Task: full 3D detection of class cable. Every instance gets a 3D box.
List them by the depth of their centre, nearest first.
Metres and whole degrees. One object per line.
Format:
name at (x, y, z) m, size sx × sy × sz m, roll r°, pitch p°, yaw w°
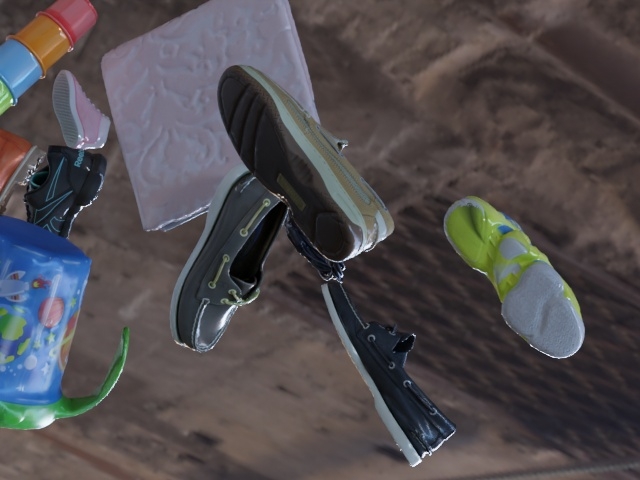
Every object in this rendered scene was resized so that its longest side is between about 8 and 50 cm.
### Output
cable at (0.000, 0.000, 2.495) m, size 0.047 × 0.184 × 0.150 m, roll -29°, pitch 173°, yaw -31°

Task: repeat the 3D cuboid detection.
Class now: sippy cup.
sippy cup at (-0.412, 0.092, 1.640) m, size 0.240 × 0.305 × 0.224 m, roll 29°, pitch -81°, yaw 42°

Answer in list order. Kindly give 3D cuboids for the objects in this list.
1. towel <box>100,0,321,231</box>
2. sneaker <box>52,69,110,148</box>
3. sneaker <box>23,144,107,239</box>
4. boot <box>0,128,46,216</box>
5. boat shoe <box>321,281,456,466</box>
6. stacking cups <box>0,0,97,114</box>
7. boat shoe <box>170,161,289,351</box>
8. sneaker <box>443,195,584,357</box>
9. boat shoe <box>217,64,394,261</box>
towel at (-0.166, -0.210, 1.951) m, size 0.331 × 0.053 × 0.317 m, roll -22°, pitch -106°, yaw 19°
sneaker at (-0.366, -0.198, 1.954) m, size 0.051 × 0.070 × 0.134 m, roll -36°, pitch -118°, yaw 39°
sneaker at (-0.457, -0.063, 2.145) m, size 0.267 × 0.106 × 0.101 m, roll -53°, pitch -153°, yaw 32°
boot at (-0.412, -0.066, 1.537) m, size 0.158 × 0.084 × 0.059 m, roll -57°, pitch -172°, yaw -13°
boat shoe at (0.115, 0.198, 2.093) m, size 0.113 × 0.127 × 0.340 m, roll -29°, pitch -117°, yaw 2°
stacking cups at (-0.459, -0.248, 1.868) m, size 0.316 × 0.096 × 0.096 m, roll -48°, pitch -173°, yaw -27°
boat shoe at (-0.130, 0.039, 1.837) m, size 0.109 × 0.091 × 0.305 m, roll -7°, pitch 125°, yaw -54°
sneaker at (0.261, 0.039, 1.613) m, size 0.091 × 0.240 × 0.126 m, roll -40°, pitch 167°, yaw 22°
boat shoe at (-0.011, -0.068, 1.026) m, size 0.072 × 0.190 × 0.068 m, roll -22°, pitch 162°, yaw -38°
